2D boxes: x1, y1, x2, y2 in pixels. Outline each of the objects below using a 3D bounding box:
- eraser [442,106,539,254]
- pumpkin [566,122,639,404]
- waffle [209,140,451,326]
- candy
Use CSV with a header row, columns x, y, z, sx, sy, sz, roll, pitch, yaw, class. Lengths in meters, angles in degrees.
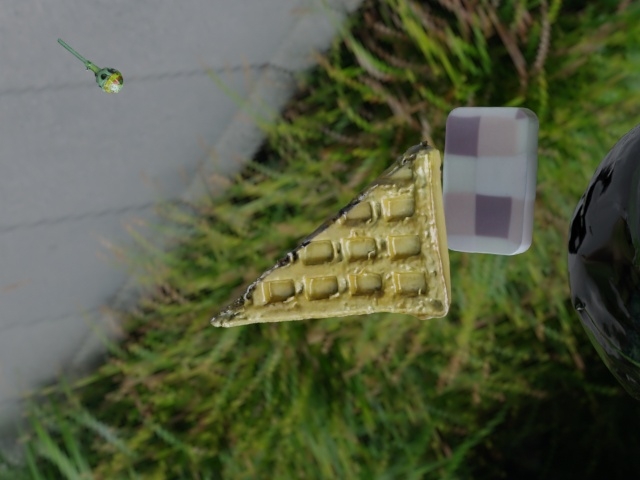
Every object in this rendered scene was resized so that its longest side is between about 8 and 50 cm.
x,y,z,sx,sy,sz,roll,pitch,yaw,class
0.122,-0.044,1.056,0.065,0.105,0.026,4,-175,28,eraser
0.317,0.011,0.966,0.295,0.296,0.296,-22,160,-8,pumpkin
0.000,0.000,0.828,0.152,0.098,0.023,-6,-172,25,waffle
-0.216,-0.164,1.354,0.025,0.083,0.023,-43,161,-29,candy
